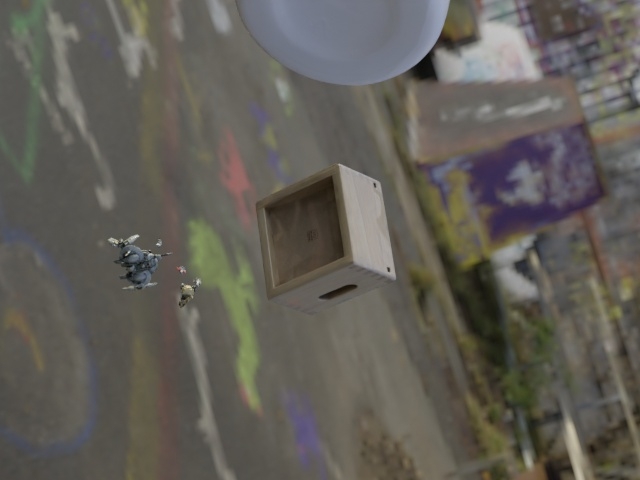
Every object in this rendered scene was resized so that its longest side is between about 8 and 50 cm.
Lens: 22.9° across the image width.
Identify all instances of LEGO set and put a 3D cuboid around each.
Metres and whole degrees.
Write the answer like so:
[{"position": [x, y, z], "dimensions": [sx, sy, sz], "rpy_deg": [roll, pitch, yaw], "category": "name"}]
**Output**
[{"position": [-0.137, 0.025, 1.274], "dimensions": [0.023, 0.083, 0.054], "rpy_deg": [-75, -177, -64], "category": "LEGO set"}]

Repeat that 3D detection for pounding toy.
[{"position": [0.000, 0.000, 1.596], "dimensions": [0.100, 0.141, 0.130], "rpy_deg": [22, 52, -48], "category": "pounding toy"}]

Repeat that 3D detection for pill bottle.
[{"position": [0.054, -0.384, 1.766], "dimensions": [0.407, 0.229, 0.229], "rpy_deg": [-75, 149, -41], "category": "pill bottle"}]
